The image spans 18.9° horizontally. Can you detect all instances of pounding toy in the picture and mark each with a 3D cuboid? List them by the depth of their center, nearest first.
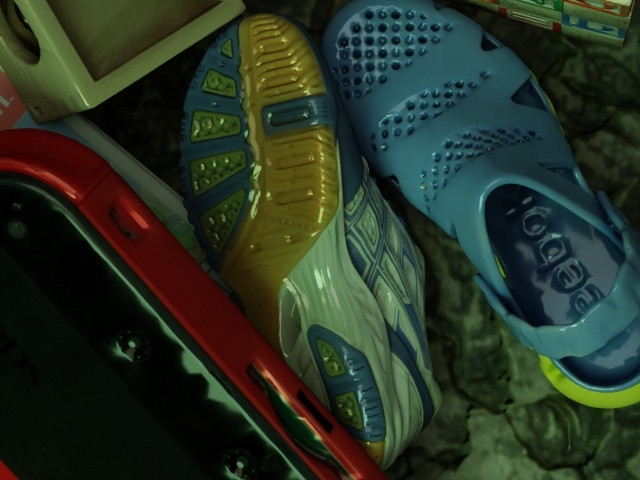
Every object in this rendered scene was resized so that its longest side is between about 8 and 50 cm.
[{"bbox_3d":[-0.181,-0.178,1.148,0.181,0.094,0.206,-36,104,-28],"label":"pounding toy"}]

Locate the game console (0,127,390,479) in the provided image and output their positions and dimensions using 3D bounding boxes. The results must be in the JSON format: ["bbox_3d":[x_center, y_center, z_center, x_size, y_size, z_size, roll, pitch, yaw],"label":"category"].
[{"bbox_3d":[-0.162,0.152,1.187,0.342,0.060,0.386,-36,100,27],"label":"game console"}]

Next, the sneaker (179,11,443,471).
[{"bbox_3d":[0.000,0.000,1.213,0.112,0.131,0.296,-5,100,33],"label":"sneaker"}]

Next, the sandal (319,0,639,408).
[{"bbox_3d":[0.116,-0.034,1.207,0.126,0.138,0.317,-42,81,5],"label":"sandal"}]

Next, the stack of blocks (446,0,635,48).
[{"bbox_3d":[0.060,-0.210,1.203,0.297,0.171,0.087,16,89,8],"label":"stack of blocks"}]

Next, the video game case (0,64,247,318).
[{"bbox_3d":[-0.164,0.042,1.238,0.285,0.025,0.204,40,93,-16],"label":"video game case"}]
